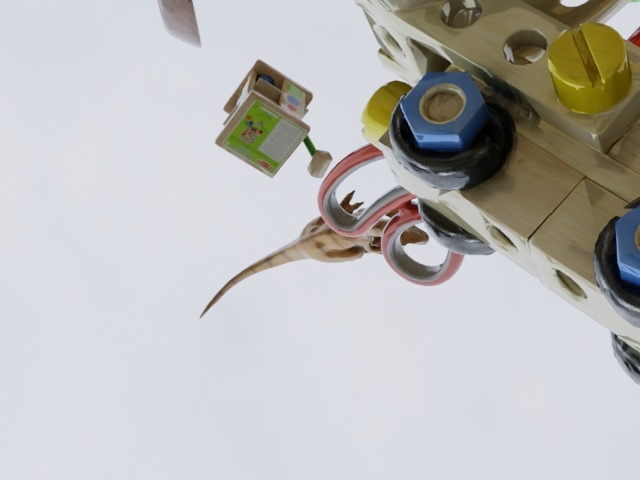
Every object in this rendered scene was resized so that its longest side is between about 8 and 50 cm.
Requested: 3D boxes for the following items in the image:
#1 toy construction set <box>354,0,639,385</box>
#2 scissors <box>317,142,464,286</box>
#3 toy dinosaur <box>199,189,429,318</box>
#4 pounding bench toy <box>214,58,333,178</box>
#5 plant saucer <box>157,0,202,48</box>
[{"bbox_3d":[0.138,-0.074,0.522,0.215,0.151,0.327,-46,-137,-11],"label":"toy construction set"},{"bbox_3d":[0.107,-0.054,0.814,0.109,0.297,0.021,45,-132,-8],"label":"scissors"},{"bbox_3d":[0.000,0.000,1.129,0.112,0.211,0.064,-19,-91,-55],"label":"toy dinosaur"},{"bbox_3d":[-0.028,-0.086,1.021,0.083,0.052,0.065,31,-150,-15],"label":"pounding bench toy"},{"bbox_3d":[-0.124,-0.233,1.074,0.029,0.168,0.168,-12,-120,-3],"label":"plant saucer"}]
